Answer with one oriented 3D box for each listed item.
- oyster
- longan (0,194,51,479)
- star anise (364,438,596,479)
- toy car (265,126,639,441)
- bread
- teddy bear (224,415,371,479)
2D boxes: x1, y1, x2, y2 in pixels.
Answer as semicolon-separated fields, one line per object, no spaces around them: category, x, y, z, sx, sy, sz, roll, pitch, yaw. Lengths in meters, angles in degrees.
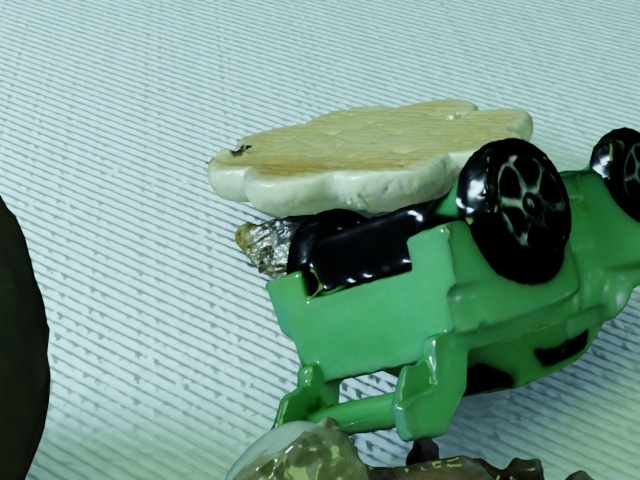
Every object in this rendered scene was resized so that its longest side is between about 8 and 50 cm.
oyster;-0.009;0.000;1.167;0.148;0.051;0.103;-6;23;14
longan;-0.347;0.091;0.769;0.391;0.391;0.391;-2;31;1
star anise;0.084;0.187;0.809;0.220;0.099;0.214;-8;22;-8
toy car;0.117;0.033;0.972;0.359;0.176;0.213;-10;-7;-45
bread;0.049;-0.079;1.234;0.316;0.054;0.316;-7;16;2
teddy bear;-0.052;0.236;0.609;0.156;0.256;0.267;38;55;-9
